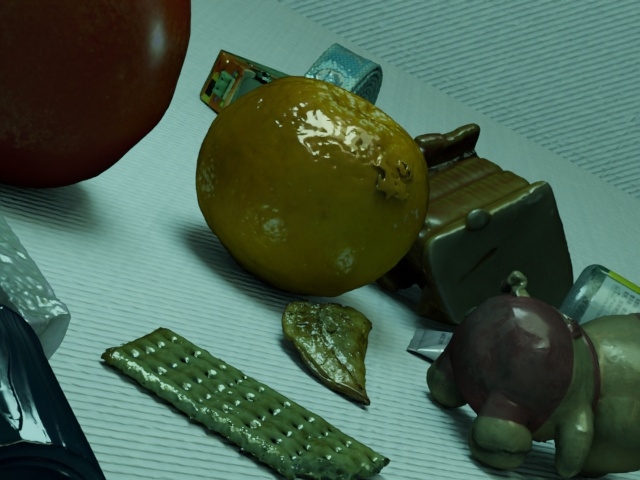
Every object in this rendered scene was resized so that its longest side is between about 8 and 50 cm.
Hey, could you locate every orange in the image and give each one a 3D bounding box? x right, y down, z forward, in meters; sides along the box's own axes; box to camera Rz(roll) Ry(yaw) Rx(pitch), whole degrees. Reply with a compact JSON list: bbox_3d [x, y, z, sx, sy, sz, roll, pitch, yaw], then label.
[{"bbox_3d":[-0.008,-0.049,1.797,0.219,0.193,0.219,16,4,-1],"label":"orange"}]

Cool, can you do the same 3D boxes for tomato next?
[{"bbox_3d":[-0.268,-0.205,1.666,0.290,0.293,0.325,-5,39,-44],"label":"tomato"}]

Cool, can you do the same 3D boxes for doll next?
[{"bbox_3d":[0.232,0.134,1.694,0.256,0.152,0.196,8,52,-21],"label":"doll"}]

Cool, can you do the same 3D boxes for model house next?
[{"bbox_3d":[0.123,-0.013,2.030,0.199,0.219,0.229,-29,40,-26],"label":"model house"}]

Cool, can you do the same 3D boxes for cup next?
[{"bbox_3d":[-0.187,0.119,0.976,0.138,0.150,0.113,49,-11,53],"label":"cup"}]

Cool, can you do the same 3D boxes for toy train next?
[{"bbox_3d":[-0.063,-0.174,2.454,0.188,0.072,0.099,17,11,-41],"label":"toy train"}]

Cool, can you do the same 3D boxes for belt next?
[{"bbox_3d":[0.011,-0.154,2.356,0.082,0.163,0.147,31,-15,14],"label":"belt"}]

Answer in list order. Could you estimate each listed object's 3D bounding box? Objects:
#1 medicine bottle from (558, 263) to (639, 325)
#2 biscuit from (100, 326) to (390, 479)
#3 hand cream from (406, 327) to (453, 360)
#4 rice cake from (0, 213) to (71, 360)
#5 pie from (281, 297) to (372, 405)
[{"bbox_3d":[0.353,0.152,1.906,0.293,0.141,0.141,31,13,8],"label":"medicine bottle"},{"bbox_3d":[-0.054,0.122,1.414,0.203,0.016,0.144,31,12,12],"label":"biscuit"},{"bbox_3d":[0.154,0.112,1.857,0.142,0.053,0.084,20,12,5],"label":"hand cream"},{"bbox_3d":[-0.256,-0.007,1.352,0.056,0.072,0.365,23,13,-38],"label":"rice cake"},{"bbox_3d":[0.007,0.085,1.664,0.092,0.034,0.170,30,18,-6],"label":"pie"}]
